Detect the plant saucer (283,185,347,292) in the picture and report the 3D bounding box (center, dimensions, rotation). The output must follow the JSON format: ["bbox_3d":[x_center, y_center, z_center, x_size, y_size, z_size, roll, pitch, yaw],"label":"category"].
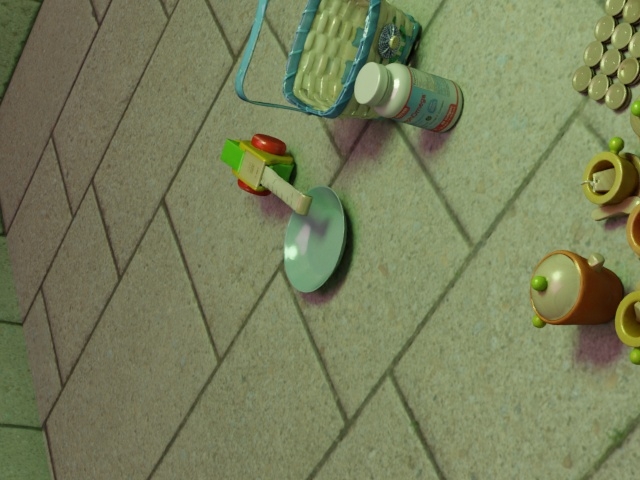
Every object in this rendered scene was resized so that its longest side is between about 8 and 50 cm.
[{"bbox_3d":[0.000,0.000,2.044,0.195,0.037,0.195,-26,58,52],"label":"plant saucer"}]

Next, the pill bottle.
[{"bbox_3d":[0.136,-0.227,1.788,0.087,0.160,0.087,-25,60,53],"label":"pill bottle"}]

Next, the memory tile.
[{"bbox_3d":[0.398,-0.255,1.529,0.113,0.012,0.148,43,116,53],"label":"memory tile"}]

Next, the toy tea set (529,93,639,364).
[{"bbox_3d":[0.360,-0.024,1.409,0.200,0.124,0.336,9,88,58],"label":"toy tea set"}]

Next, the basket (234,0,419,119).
[{"bbox_3d":[0.009,-0.329,1.897,0.201,0.289,0.254,30,107,56],"label":"basket"}]

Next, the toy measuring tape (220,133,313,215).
[{"bbox_3d":[-0.076,-0.120,2.143,0.330,0.121,0.121,36,111,49],"label":"toy measuring tape"}]
